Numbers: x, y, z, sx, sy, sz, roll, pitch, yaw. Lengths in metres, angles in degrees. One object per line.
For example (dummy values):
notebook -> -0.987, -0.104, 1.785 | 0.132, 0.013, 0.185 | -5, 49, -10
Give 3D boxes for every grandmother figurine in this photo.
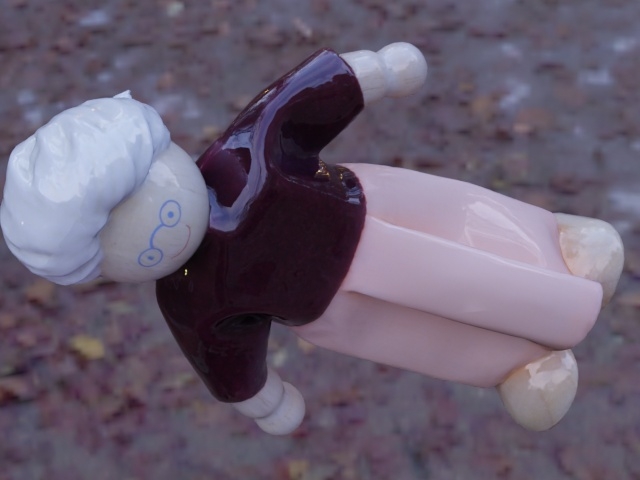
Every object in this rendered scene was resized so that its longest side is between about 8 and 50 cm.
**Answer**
grandmother figurine -> 0.000, 0.000, 0.900 | 0.342, 0.208, 0.104 | 12, 3, -37
